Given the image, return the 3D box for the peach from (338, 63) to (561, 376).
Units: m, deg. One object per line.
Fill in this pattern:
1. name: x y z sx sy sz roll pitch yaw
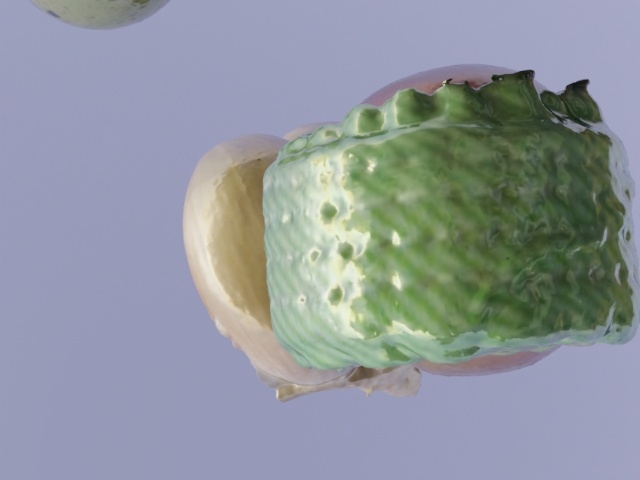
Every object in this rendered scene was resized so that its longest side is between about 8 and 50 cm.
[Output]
1. peach: 0.116 -0.021 0.891 0.253 0.252 0.252 5 -115 -12

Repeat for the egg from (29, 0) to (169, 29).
1. egg: -0.193 -0.287 1.002 0.177 0.228 0.177 10 -106 -37

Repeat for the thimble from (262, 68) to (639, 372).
1. thimble: 0.072 -0.003 0.643 0.219 0.219 0.150 -4 -96 -15

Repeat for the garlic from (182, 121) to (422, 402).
1. garlic: 0.000 0.000 1.115 0.286 0.249 0.313 -7 -112 -13
